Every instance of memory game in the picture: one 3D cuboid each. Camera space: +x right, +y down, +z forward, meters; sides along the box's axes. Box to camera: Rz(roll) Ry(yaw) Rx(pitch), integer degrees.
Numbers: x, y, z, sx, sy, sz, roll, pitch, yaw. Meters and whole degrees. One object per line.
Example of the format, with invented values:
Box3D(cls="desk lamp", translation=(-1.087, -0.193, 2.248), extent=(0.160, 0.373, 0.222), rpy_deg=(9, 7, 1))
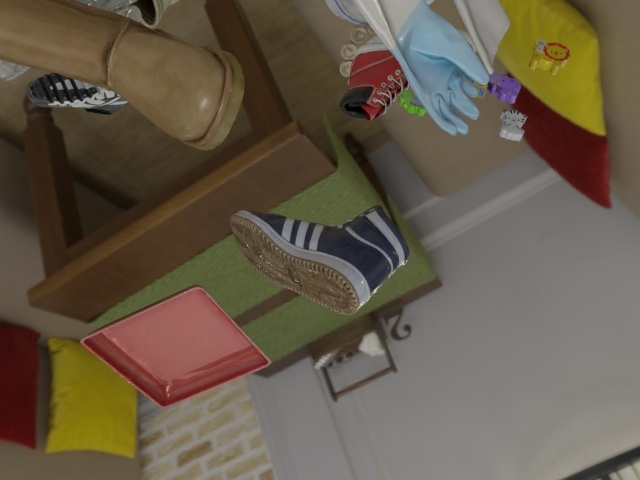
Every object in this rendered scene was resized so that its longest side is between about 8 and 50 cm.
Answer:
Box3D(cls="memory game", translation=(0.127, -0.393, 1.347), extent=(0.186, 0.012, 0.186), rpy_deg=(-10, 130, -11))

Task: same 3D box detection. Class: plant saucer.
Box3D(cls="plant saucer", translation=(-0.266, 0.197, 1.194), extent=(0.259, 0.048, 0.258), rpy_deg=(-24, 130, 12))

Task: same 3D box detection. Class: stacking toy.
Box3D(cls="stacking toy", translation=(0.235, -0.243, 0.950), extent=(0.221, 0.052, 0.167), rpy_deg=(15, 150, 4))

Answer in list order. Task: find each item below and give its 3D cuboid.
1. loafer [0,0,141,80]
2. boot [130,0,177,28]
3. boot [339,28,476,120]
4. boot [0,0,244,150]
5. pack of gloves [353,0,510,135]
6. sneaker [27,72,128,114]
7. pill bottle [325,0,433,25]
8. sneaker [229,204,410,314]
Box3D(cls="loafer", translation=(-0.256, -0.286, 0.738), extent=(0.319, 0.112, 0.111), rpy_deg=(-48, 138, -18))
Box3D(cls="boot", translation=(-0.324, -0.525, 1.171), extent=(0.077, 0.165, 0.213), rpy_deg=(1, 135, 19))
Box3D(cls="boot", translation=(0.158, -0.293, 1.155), extent=(0.244, 0.176, 0.088), rpy_deg=(-4, 143, 29))
Box3D(cls="boot", translation=(-0.225, -0.162, 0.519), extent=(0.269, 0.236, 0.089), rpy_deg=(10, 106, -38))
Box3D(cls="pack of gloves", translation=(0.121, -0.227, 0.577), extent=(0.046, 0.195, 0.232), rpy_deg=(1, 146, 43))
Box3D(cls="sneaker", translation=(-0.451, -0.286, 1.243), extent=(0.234, 0.078, 0.106), rpy_deg=(-19, 163, -28))
Box3D(cls="pill bottle", translation=(0.081, -0.382, 0.915), extent=(0.124, 0.221, 0.124), rpy_deg=(-4, 104, -18))
Box3D(cls="sneaker", translation=(0.000, 0.000, 0.930), extent=(0.153, 0.282, 0.099), rpy_deg=(-36, 133, -30))
